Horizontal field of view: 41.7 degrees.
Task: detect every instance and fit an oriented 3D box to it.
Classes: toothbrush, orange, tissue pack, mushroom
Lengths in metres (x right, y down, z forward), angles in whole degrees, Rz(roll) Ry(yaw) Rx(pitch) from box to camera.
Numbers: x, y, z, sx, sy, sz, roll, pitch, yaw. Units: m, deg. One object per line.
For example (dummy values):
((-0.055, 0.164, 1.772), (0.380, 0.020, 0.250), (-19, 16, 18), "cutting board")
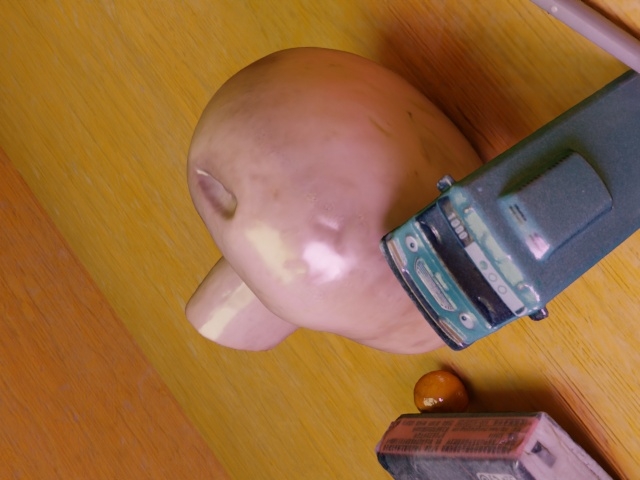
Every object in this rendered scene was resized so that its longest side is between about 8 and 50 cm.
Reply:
((0.268, -0.151, 0.691), (0.342, 0.030, 0.025), (43, 150, 27), "toothbrush")
((0.176, 0.228, 1.228), (0.083, 0.070, 0.083), (32, 156, 17), "orange")
((0.242, 0.328, 1.119), (0.228, 0.103, 0.316), (46, 152, -12), "tissue pack")
((0.028, -0.013, 0.878), (0.325, 0.353, 0.353), (21, 141, 20), "mushroom")

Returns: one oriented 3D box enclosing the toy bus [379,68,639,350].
((0.190, -0.030, 0.706), (0.128, 0.256, 0.147), (55, 151, 5), "toy bus")
